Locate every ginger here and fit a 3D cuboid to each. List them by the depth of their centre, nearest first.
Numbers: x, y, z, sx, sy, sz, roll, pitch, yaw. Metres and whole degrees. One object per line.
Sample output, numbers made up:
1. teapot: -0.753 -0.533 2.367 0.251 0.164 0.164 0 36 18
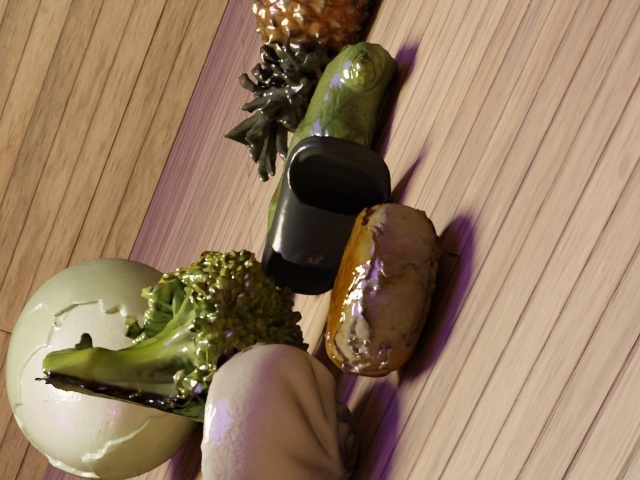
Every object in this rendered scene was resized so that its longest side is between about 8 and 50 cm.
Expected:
1. ginger: 0.005 -0.081 1.784 0.290 0.089 0.137 -63 32 18

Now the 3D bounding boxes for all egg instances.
1. egg: -0.278 0.174 2.200 0.336 0.278 0.278 -115 45 -70

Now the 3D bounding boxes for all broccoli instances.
1. broccoli: -0.127 0.086 1.641 0.242 0.273 0.180 154 130 -77

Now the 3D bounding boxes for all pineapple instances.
1. pineapple: -0.023 -0.228 2.022 0.169 0.169 0.340 163 118 -76

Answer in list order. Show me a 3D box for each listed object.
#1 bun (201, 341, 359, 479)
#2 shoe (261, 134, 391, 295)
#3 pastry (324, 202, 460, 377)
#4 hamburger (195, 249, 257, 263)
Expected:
1. bun: -0.028 0.174 1.435 0.173 0.120 0.173 1 -90 -75
2. shoe: 0.000 0.000 1.639 0.241 0.108 0.093 113 168 -52
3. pastry: 0.051 0.042 1.385 0.153 0.081 0.153 -165 90 -76
4. hamburger: -0.115 0.099 1.968 0.182 0.118 0.191 -129 55 -72
